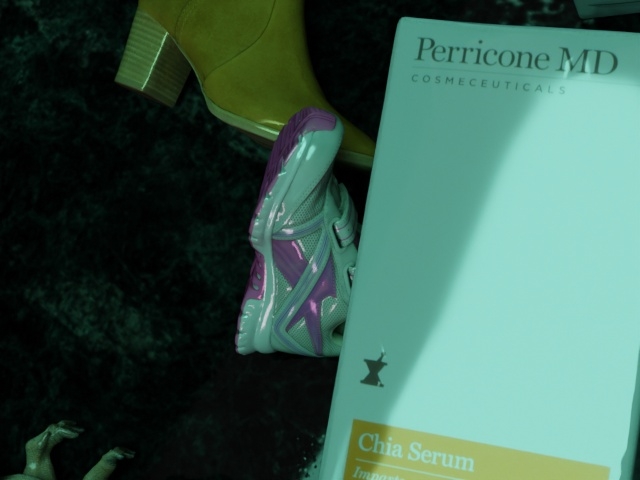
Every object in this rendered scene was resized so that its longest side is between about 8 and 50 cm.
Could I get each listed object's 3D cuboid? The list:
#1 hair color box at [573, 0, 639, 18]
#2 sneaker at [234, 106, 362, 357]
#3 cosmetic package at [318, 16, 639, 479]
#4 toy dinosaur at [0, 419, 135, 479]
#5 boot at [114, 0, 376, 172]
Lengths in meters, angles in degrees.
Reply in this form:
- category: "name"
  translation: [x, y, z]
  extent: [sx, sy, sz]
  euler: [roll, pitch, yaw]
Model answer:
- category: "hair color box"
  translation: [0.253, -0.269, 0.858]
  extent: [0.185, 0.339, 0.110]
  euler: [-4, 78, 18]
- category: "sneaker"
  translation: [0.000, 0.000, 0.993]
  extent: [0.111, 0.252, 0.103]
  euler: [11, 43, 1]
- category: "cosmetic package"
  translation: [0.147, 0.073, 0.935]
  extent: [0.230, 0.161, 0.453]
  euler: [7, 83, 20]
- category: "toy dinosaur"
  translation: [-0.251, 0.272, 1.064]
  extent: [0.295, 0.127, 0.200]
  euler: [19, 95, 26]
- category: "boot"
  translation: [-0.039, -0.195, 1.072]
  extent: [0.295, 0.104, 0.211]
  euler: [24, 90, 25]
